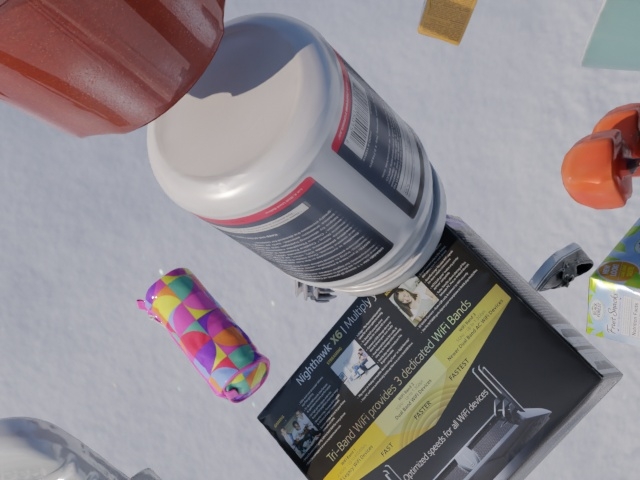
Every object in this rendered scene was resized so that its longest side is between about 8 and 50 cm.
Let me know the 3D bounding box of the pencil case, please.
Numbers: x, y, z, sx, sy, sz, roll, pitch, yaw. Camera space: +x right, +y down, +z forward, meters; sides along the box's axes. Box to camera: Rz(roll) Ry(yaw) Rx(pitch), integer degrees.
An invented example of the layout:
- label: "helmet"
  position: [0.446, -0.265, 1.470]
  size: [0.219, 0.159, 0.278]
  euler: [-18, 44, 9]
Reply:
- label: "pencil case"
  position: [-0.181, 0.147, 1.703]
  size: [0.104, 0.104, 0.236]
  euler: [-39, 60, -15]

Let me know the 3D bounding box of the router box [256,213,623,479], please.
- label: "router box"
  position: [0.113, 0.163, 1.129]
  size: [0.243, 0.081, 0.309]
  euler: [47, 109, 24]

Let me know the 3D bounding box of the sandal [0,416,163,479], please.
- label: "sandal"
  position: [-0.214, 0.273, 1.092]
  size: [0.169, 0.416, 0.102]
  euler: [-15, 48, 7]

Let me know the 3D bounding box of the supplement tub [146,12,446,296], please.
- label: "supplement tub"
  position: [-0.012, -0.068, 1.017]
  size: [0.191, 0.272, 0.191]
  euler: [-13, 63, 26]

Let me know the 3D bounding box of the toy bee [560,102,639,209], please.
- label: "toy bee"
  position: [0.137, -0.041, 0.249]
  size: [0.162, 0.195, 0.298]
  euler: [12, 96, 27]

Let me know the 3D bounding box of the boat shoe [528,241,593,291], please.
- label: "boat shoe"
  position: [0.313, 0.039, 1.413]
  size: [0.040, 0.049, 0.142]
  euler: [42, 37, 18]

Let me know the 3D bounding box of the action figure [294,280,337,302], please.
- label: "action figure"
  position: [0.000, 0.000, 1.789]
  size: [0.099, 0.285, 0.185]
  euler: [13, 98, 1]

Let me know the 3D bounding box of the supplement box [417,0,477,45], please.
- label: "supplement box"
  position: [0.203, -0.388, 1.639]
  size: [0.080, 0.233, 0.078]
  euler: [14, 70, 2]

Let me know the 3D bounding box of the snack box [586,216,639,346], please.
- label: "snack box"
  position: [0.379, 0.047, 1.027]
  size: [0.207, 0.070, 0.174]
  euler: [12, 31, 30]

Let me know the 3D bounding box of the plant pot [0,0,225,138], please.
- label: "plant pot"
  position: [-0.213, -0.216, 0.779]
  size: [0.273, 0.265, 0.272]
  euler: [-9, 67, 23]

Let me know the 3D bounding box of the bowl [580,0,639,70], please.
- label: "bowl"
  position: [0.515, -0.369, 1.583]
  size: [0.163, 0.311, 0.311]
  euler: [25, 66, 12]
